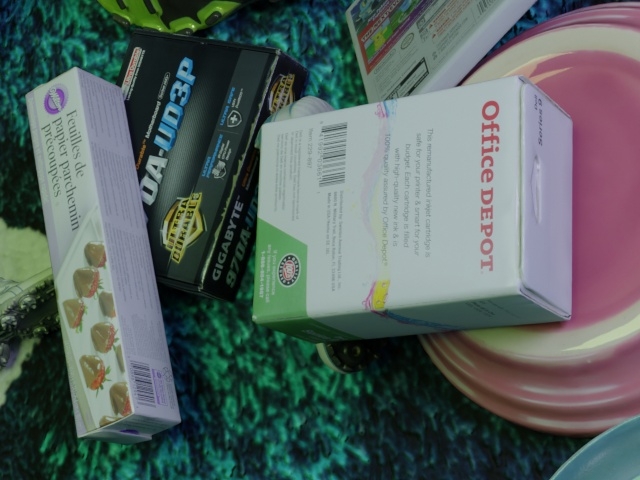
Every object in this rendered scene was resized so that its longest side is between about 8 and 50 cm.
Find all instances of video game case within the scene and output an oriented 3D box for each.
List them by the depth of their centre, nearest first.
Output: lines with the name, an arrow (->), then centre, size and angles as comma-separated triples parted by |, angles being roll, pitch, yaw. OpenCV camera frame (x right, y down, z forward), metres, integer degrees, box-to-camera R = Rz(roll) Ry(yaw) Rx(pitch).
video game case -> 0.100, -0.196, 1.195 | 0.201, 0.023, 0.183 | -47, 33, 28

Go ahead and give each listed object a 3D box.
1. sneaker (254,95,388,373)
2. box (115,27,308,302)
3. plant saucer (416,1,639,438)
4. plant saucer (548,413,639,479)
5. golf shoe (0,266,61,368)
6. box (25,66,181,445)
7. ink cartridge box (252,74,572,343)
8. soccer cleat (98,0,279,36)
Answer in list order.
sneaker -> 0.000, 0.000, 1.228 | 0.086, 0.085, 0.237 | -37, 57, 45
box -> -0.122, -0.069, 1.342 | 0.175, 0.051, 0.220 | 14, 82, 36
plant saucer -> 0.191, -0.026, 1.103 | 0.332, 0.084, 0.332 | -11, 69, 30
plant saucer -> 0.263, 0.262, 0.982 | 0.317, 0.043, 0.318 | -12, 67, 30
golf shoe -> -0.287, 0.056, 1.400 | 0.176, 0.069, 0.086 | -33, 53, 18
box -> -0.186, 0.011, 1.285 | 0.063, 0.067, 0.324 | -25, 65, 26
ink cartridge box -> 0.065, -0.016, 1.073 | 0.212, 0.093, 0.154 | -9, 70, 33
soccer cleat -> -0.086, -0.259, 1.378 | 0.289, 0.093, 0.121 | -6, 41, 36
